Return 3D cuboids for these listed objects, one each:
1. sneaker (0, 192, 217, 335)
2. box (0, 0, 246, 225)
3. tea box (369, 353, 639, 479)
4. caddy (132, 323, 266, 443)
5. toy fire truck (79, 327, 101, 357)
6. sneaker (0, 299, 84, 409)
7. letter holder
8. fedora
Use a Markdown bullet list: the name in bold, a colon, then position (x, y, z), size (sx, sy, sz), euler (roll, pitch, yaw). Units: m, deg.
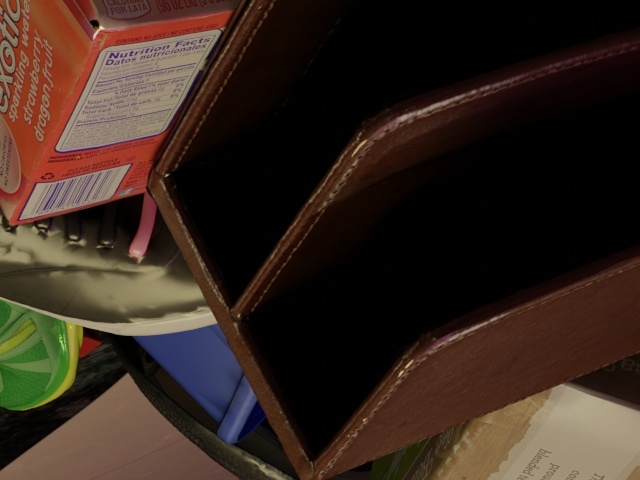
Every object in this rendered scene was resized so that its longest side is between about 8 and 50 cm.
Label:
- **sneaker**: position (-0.148, -0.025, 0.684), size (0.295, 0.105, 0.147), euler (6, 166, 13)
- **box**: position (-0.015, -0.132, 0.653), size (0.300, 0.142, 0.154), euler (-17, 162, -32)
- **tea box**: position (0.184, 0.066, 0.895), size (0.219, 0.324, 0.329), euler (19, 141, -3)
- **caddy**: position (0.000, 0.000, 0.909), size (0.241, 0.179, 0.341), euler (-47, 173, -23)
- **toy fire truck**: position (-0.276, 0.088, 1.128), size (0.135, 0.047, 0.192), euler (-32, 163, 20)
- **sneaker**: position (-0.220, 0.028, 0.955), size (0.123, 0.109, 0.295), euler (-10, 154, -19)
- **letter holder**: position (0.118, -0.053, 0.590), size (0.301, 0.152, 0.214), euler (-16, 157, -33)
- **fedora**: position (-0.017, 0.091, 1.190), size (0.152, 0.334, 0.334), euler (-55, 159, 8)
